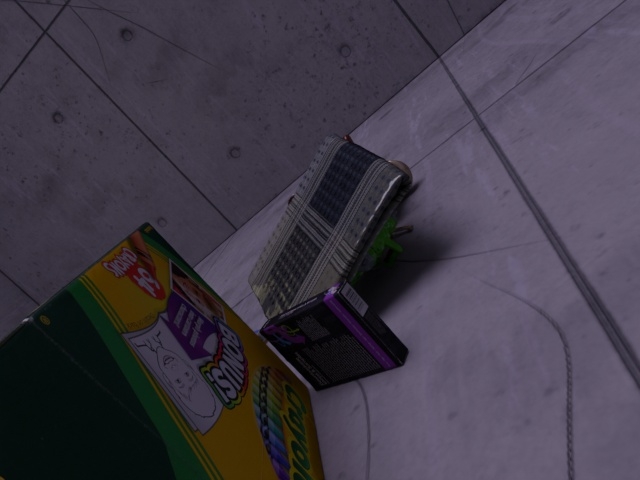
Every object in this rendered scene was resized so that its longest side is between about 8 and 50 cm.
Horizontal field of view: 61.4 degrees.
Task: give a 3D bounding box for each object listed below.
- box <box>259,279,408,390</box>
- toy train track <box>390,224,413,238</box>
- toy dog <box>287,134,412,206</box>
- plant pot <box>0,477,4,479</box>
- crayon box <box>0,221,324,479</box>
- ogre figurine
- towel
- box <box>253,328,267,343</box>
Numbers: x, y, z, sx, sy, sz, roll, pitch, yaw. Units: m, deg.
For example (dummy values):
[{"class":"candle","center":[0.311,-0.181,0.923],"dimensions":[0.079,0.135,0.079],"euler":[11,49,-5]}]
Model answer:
[{"class":"box","center":[0.011,0.122,0.663],"dimensions":[0.162,0.116,0.029],"euler":[-31,15,42]},{"class":"toy train track","center":[0.136,-0.015,0.966],"dimensions":[0.048,0.014,0.083],"euler":[-42,16,-31]},{"class":"toy dog","center":[0.024,-0.086,1.132],"dimensions":[0.333,0.161,0.220],"euler":[-37,-19,8]},{"class":"plant pot","center":[-0.218,0.298,0.627],"dimensions":[0.212,0.212,0.187],"euler":[-49,25,-25]},{"class":"crayon box","center":[-0.133,0.155,0.544],"dimensions":[0.106,0.313,0.363],"euler":[-42,13,4]},{"class":"ogre figurine","center":[0.071,0.019,0.881],"dimensions":[0.197,0.097,0.118],"euler":[-28,-14,-42]},{"class":"towel","center":[0.000,0.000,0.870],"dimensions":[0.325,0.056,0.312],"euler":[-60,27,9]},{"class":"box","center":[-0.163,0.222,1.069],"dimensions":[0.136,0.028,0.081],"euler":[-24,23,50]}]
